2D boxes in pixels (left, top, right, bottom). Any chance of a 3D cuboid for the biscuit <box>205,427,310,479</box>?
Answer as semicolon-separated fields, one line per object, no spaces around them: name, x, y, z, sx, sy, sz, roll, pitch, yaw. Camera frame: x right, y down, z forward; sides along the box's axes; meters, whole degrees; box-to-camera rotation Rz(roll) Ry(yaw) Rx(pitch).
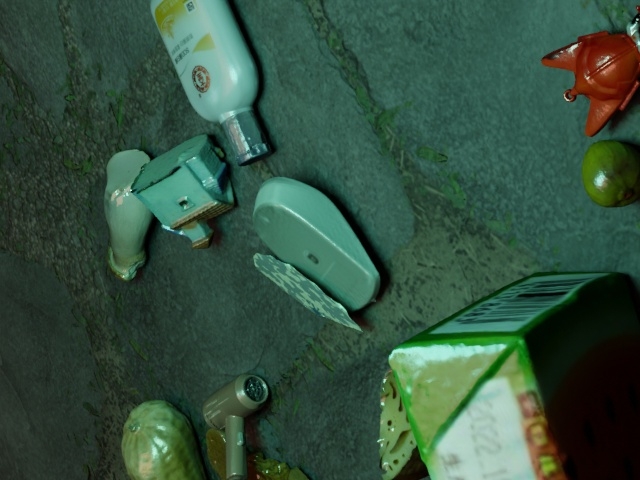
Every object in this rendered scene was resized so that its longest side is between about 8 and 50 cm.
biscuit;-0.077;0.415;2.191;0.319;0.047;0.183;39;127;30

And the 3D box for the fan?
fan;-0.026;0.071;1.987;0.240;0.009;0.131;29;161;43

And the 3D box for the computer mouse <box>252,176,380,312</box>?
computer mouse;0.000;0.000;1.936;0.231;0.079;0.128;45;148;3

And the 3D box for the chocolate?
chocolate;0.266;0.221;1.553;0.161;0.360;0.341;-17;92;35

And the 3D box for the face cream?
face cream;-0.152;-0.248;2.002;0.144;0.071;0.291;-26;86;48

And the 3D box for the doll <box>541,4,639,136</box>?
doll;0.330;-0.199;1.527;0.169;0.057;0.109;-38;80;47

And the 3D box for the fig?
fig;0.330;-0.081;1.566;0.074;0.074;0.088;-62;34;39

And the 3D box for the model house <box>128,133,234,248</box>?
model house;-0.192;-0.066;2.102;0.148;0.119;0.149;-24;112;26

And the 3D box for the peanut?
peanut;-0.261;0.379;2.310;0.129;0.129;0.224;-19;93;48

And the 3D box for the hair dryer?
hair dryer;-0.128;0.307;2.148;0.117;0.064;0.182;-36;50;46

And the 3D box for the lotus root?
lotus root;0.144;0.241;1.838;0.095;0.135;0.159;-10;84;46

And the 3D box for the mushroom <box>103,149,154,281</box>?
mushroom;-0.306;-0.036;2.238;0.116;0.093;0.225;-129;32;-52
